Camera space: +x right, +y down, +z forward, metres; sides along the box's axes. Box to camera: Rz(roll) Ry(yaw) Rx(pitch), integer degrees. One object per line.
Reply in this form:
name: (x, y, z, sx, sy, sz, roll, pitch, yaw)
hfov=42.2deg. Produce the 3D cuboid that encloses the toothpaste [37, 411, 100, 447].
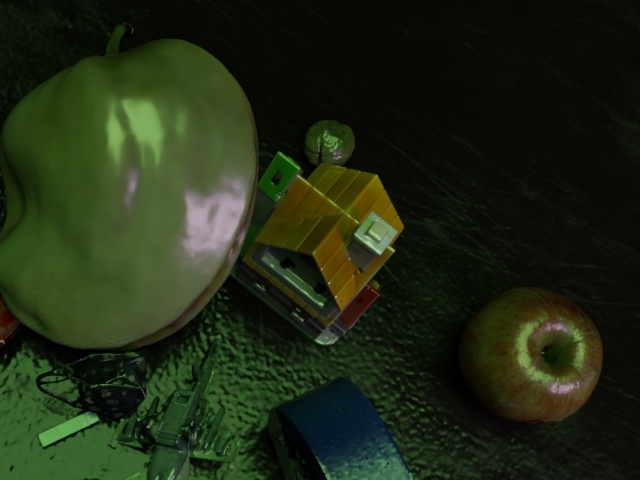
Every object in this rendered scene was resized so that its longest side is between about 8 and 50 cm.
toothpaste: (-0.348, 0.259, 1.147, 0.083, 0.017, 0.020, -23, 79, -22)

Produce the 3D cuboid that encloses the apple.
apple: (0.321, 0.177, 1.275, 0.211, 0.188, 0.211, 4, 71, -11)

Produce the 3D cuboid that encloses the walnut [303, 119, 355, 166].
walnut: (0.014, -0.160, 1.383, 0.092, 0.092, 0.092, 6, 68, -14)

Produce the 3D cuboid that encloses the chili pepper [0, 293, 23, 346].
chili pepper: (-0.496, 0.071, 1.143, 0.084, 0.086, 0.192, -43, 94, 2)

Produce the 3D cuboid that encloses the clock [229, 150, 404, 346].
clock: (0.000, 0.000, 1.186, 0.235, 0.309, 0.166, 38, 65, 1)

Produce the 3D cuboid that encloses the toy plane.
toy plane: (-0.189, 0.237, 1.164, 0.192, 0.088, 0.262, 5, 60, 16)

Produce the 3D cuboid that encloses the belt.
belt: (0.053, 0.362, 1.112, 0.117, 0.212, 0.347, -23, 80, -21)

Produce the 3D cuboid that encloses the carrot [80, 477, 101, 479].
carrot: (-0.296, 0.485, 1.043, 0.074, 0.074, 0.359, -1, 70, -16)

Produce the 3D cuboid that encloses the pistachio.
pistachio: (-0.269, -0.063, 1.121, 0.365, 0.281, 0.445, 31, 97, 13)

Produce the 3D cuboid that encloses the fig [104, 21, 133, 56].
fig: (-0.310, -0.265, 1.301, 0.151, 0.151, 0.259, -7, 67, -18)

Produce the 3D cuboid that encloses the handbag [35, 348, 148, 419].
handbag: (-0.311, 0.193, 1.110, 0.139, 0.115, 0.072, 9, 60, -34)
